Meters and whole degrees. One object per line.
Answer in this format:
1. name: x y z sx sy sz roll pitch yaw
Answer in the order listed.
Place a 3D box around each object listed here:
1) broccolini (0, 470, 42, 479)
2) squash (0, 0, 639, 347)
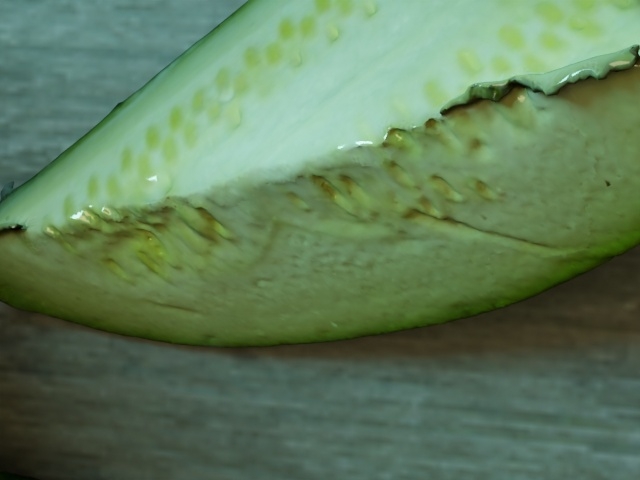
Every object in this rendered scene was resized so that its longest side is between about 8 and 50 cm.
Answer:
1. broccolini: -0.101 0.109 0.556 0.201 0.074 0.058 22 131 3
2. squash: 0.000 0.000 0.502 0.252 0.093 0.169 -37 36 10
